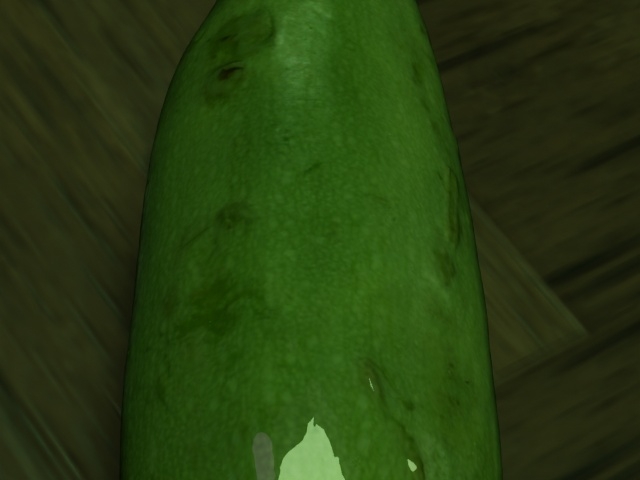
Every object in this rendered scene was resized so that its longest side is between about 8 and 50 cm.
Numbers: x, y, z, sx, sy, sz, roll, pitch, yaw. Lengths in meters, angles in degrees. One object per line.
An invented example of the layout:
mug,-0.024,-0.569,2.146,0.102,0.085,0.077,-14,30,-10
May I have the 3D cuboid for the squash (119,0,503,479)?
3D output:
squash,-0.005,-0.003,0.624,0.118,0.118,0.371,8,50,-10
